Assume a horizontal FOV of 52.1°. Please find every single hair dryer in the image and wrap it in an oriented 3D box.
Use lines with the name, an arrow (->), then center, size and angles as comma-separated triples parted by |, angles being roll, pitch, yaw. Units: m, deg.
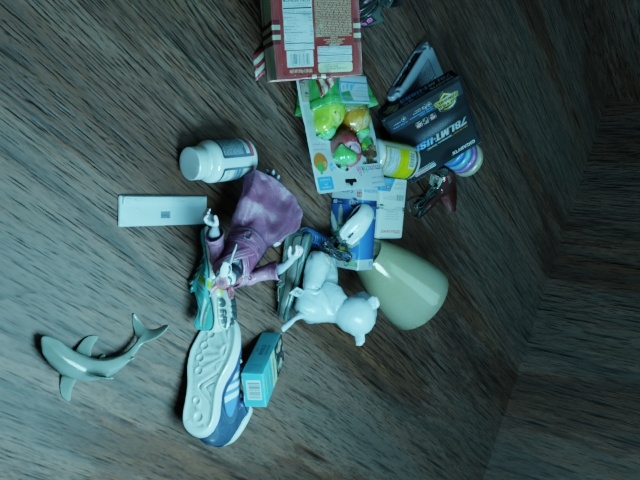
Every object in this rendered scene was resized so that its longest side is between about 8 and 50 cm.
hair dryer -> 0.436, -0.174, 2.508 | 0.293, 0.080, 0.224 | 18, 98, -44

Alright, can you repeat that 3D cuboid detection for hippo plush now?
hippo plush -> 0.058, 0.165, 1.903 | 0.294, 0.236, 0.234 | 3, 101, -77

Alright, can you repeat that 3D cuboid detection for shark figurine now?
shark figurine -> -0.472, 0.272, 1.460 | 0.278, 0.116, 0.166 | -8, 104, -47

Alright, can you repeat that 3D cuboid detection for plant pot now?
plant pot -> 0.244, 0.122, 2.208 | 0.274, 0.256, 0.256 | 39, 66, -27

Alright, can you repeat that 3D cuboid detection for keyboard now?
keyboard -> -0.378, -0.073, 1.591 | 0.256, 0.014, 0.072 | -4, 104, -49

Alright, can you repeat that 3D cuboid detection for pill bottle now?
pill bottle -> 0.216, -0.271, 2.155 | 0.215, 0.117, 0.117 | 6, 92, -34
pill bottle -> -0.256, -0.200, 1.638 | 0.180, 0.108, 0.108 | -14, 106, -48

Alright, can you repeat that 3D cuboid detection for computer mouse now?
computer mouse -> 0.095, -0.028, 1.961 | 0.106, 0.042, 0.193 | 38, 84, -16

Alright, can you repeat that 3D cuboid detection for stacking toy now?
stacking toy -> 0.469, -0.344, 2.469 | 0.330, 0.141, 0.141 | 14, 85, -43

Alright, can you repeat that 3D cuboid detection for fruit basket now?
fruit basket -> 0.073, -0.325, 1.926 | 0.327, 0.165, 0.353 | -11, 84, -48

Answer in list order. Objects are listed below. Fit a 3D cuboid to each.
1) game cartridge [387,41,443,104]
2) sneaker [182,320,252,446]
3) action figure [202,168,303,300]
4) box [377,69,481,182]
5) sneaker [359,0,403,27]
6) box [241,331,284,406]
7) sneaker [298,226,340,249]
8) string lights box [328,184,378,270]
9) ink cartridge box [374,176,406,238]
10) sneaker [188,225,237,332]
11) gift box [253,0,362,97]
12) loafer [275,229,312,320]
game cartridge -> 0.346, -0.538, 2.337 | 0.196, 0.060, 0.294 | 52, 58, -37
sneaker -> -0.254, 0.384, 1.749 | 0.236, 0.130, 0.323 | 56, 40, -60
action figure -> -0.195, 0.002, 1.620 | 0.248, 0.275, 0.370 | 37, 53, -12
box -> 0.383, -0.390, 2.269 | 0.295, 0.073, 0.293 | -29, 126, 1
sneaker -> 0.115, -0.726, 1.934 | 0.483, 0.185, 0.202 | -32, 121, -39
box -> -0.154, 0.348, 1.790 | 0.244, 0.060, 0.101 | -66, 153, -70
sneaker -> 0.000, -0.001, 1.990 | 0.152, 0.084, 0.058 | 26, 76, -48
string lights box -> 0.101, -0.043, 2.063 | 0.076, 0.133, 0.260 | -2, 97, -46
ink cartridge box -> 0.212, -0.112, 2.220 | 0.148, 0.086, 0.203 | 0, 97, -49
sneaker -> -0.286, 0.095, 1.655 | 0.107, 0.110, 0.275 | 24, 59, -66
gift box -> -0.040, -0.507, 1.686 | 0.255, 0.258, 0.276 | -1, 105, -10
loafer -> -0.093, 0.098, 1.919 | 0.096, 0.084, 0.268 | 34, 71, -80
